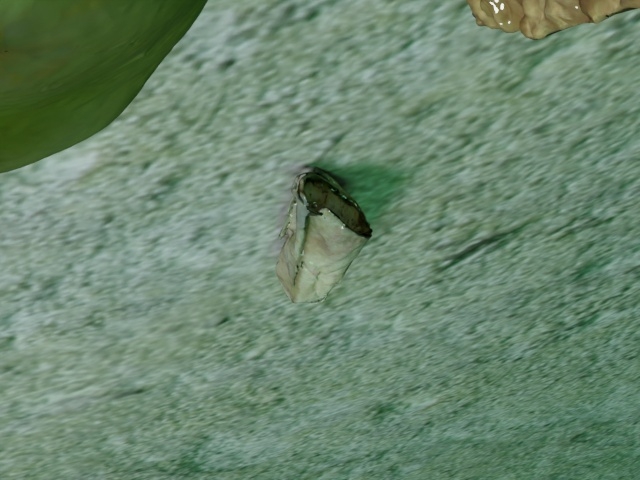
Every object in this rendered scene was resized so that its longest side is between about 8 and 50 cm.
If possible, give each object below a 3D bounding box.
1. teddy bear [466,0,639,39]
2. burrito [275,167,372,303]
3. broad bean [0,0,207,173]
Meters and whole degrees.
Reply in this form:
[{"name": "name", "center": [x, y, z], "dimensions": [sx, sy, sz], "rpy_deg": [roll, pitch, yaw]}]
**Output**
[{"name": "teddy bear", "center": [0.147, -0.180, 0.519], "dimensions": [0.246, 0.222, 0.296], "rpy_deg": [-20, -158, -11]}, {"name": "burrito", "center": [0.000, 0.000, 0.942], "dimensions": [0.055, 0.041, 0.149], "rpy_deg": [0, 155, -9]}, {"name": "broad bean", "center": [-0.127, -0.097, 0.551], "dimensions": [0.189, 0.121, 0.263], "rpy_deg": [-16, 173, -19]}]
